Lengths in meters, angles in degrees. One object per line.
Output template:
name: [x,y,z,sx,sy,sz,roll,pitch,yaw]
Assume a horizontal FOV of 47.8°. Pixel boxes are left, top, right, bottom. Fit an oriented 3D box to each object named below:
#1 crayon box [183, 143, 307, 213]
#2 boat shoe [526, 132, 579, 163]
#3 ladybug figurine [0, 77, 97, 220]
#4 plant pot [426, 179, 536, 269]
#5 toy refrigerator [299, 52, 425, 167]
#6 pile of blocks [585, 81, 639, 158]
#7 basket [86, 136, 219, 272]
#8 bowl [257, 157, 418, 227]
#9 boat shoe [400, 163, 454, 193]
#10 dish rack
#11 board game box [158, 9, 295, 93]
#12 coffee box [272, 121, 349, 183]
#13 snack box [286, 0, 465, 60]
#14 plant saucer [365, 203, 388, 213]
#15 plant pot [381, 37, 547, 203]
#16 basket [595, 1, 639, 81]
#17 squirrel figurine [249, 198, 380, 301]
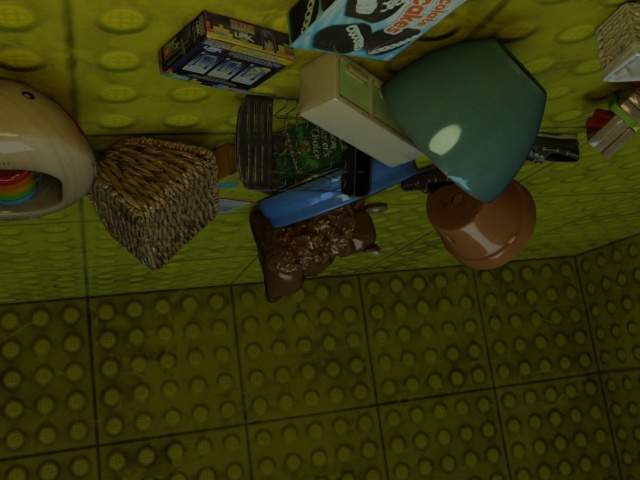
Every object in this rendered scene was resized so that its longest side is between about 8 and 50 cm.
crayon box: [-0.208,-0.150,1.743,0.319,0.081,0.202,-18,164,42]
boat shoe: [0.574,-0.235,1.876,0.228,0.068,0.081,-4,168,-18]
ladybug figurine: [-0.561,-0.154,1.292,0.305,0.161,0.449,-3,167,-23]
plant pot: [0.440,-0.084,2.071,0.291,0.290,0.203,-17,149,36]
toy refrigerator: [0.086,-0.237,1.336,0.094,0.102,0.270,-17,152,39]
pile of blocks: [0.690,-0.320,1.531,0.113,0.149,0.362,38,145,-7]
basket: [-0.374,-0.112,1.604,0.223,0.213,0.299,-46,166,-22]
bowl: [0.045,-0.127,1.689,0.391,0.077,0.391,-21,-175,2]
boat shoe: [0.305,-0.166,2.026,0.073,0.073,0.207,0,167,-38]
dish rack: [-0.031,-0.188,1.409,0.272,0.208,0.074,0,-179,-27]
board game box: [-0.151,-0.297,1.160,0.170,0.048,0.141,4,162,-42]
coffee box: [-0.016,-0.200,1.562,0.184,0.113,0.040,-12,164,27]
snack box: [0.110,-0.357,1.012,0.187,0.060,0.322,-1,166,-31]
plant saucer: [0.179,-0.105,2.366,0.083,0.015,0.083,-8,169,-2]
plant pot: [0.278,-0.237,1.273,0.195,0.290,0.290,-43,153,23]
basket: [0.580,-0.348,1.259,0.167,0.103,0.113,-6,168,-12]
squirrel figurine: [0.000,0.000,2.165,0.371,0.281,0.397,-12,172,-10]
